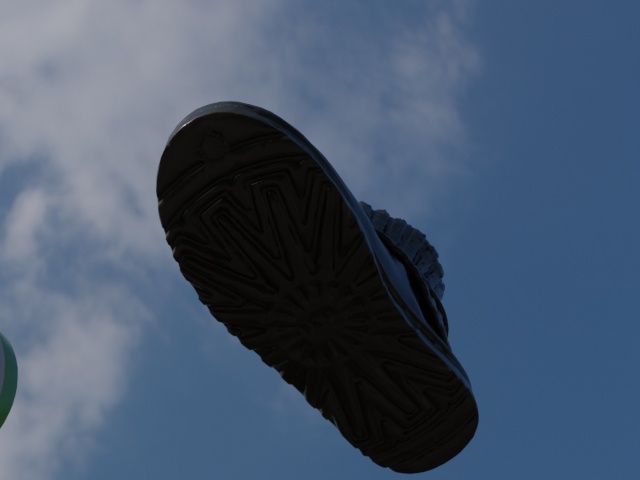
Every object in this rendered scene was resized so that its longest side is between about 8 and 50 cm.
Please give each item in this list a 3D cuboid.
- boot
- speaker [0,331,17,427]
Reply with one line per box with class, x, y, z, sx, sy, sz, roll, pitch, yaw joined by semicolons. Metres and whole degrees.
boot;-0.003;0.003;0.956;0.131;0.260;0.348;-29;-65;12
speaker;-0.345;0.067;0.798;0.131;0.131;0.296;-34;-33;13
